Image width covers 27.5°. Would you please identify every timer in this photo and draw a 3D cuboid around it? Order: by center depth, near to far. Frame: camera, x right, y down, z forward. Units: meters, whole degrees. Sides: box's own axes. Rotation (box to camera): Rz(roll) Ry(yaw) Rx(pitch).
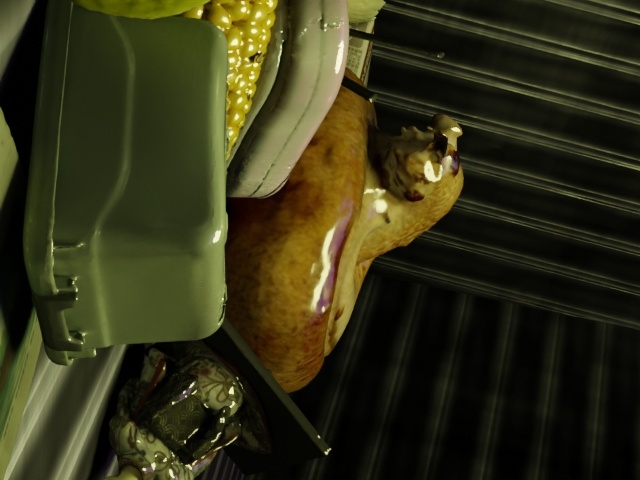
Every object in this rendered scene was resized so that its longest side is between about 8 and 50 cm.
[{"bbox_3d":[-0.050,-0.140,0.887,0.208,0.069,0.190,122,-40,-53],"label":"timer"}]

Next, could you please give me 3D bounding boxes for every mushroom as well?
[{"bbox_3d":[0.000,0.000,1.343,0.345,0.260,0.345,12,90,-87],"label":"mushroom"}]

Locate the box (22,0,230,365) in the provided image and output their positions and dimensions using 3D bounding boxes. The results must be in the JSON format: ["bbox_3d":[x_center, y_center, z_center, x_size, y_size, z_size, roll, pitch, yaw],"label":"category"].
[{"bbox_3d":[-0.092,-0.031,0.657,0.124,0.093,0.172,98,-9,-58],"label":"box"}]

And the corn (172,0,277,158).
[{"bbox_3d":[-0.067,-0.190,0.737,0.115,0.115,0.317,-72,176,-70],"label":"corn"}]

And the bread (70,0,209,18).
[{"bbox_3d":[-0.078,-0.176,0.598,0.129,0.111,0.114,106,-9,-47],"label":"bread"}]

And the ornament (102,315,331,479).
[{"bbox_3d":[-0.135,0.182,1.085,0.196,0.166,0.153,-42,-173,-35],"label":"ornament"}]

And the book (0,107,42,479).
[{"bbox_3d":[-0.165,0.062,0.569,0.282,0.025,0.214,99,2,-70],"label":"book"}]

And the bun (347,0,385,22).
[{"bbox_3d":[0.038,-0.396,1.607,0.259,0.152,0.259,-161,-90,-82],"label":"bun"}]

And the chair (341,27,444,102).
[{"bbox_3d":[0.000,-0.263,1.224,0.172,0.247,0.158,-36,144,-50],"label":"chair"}]

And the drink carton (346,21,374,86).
[{"bbox_3d":[-0.022,-0.135,1.767,0.194,0.132,0.324,95,8,-63],"label":"drink carton"}]
